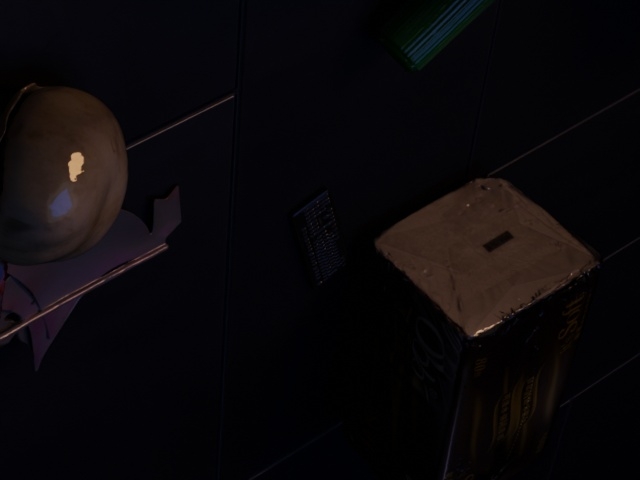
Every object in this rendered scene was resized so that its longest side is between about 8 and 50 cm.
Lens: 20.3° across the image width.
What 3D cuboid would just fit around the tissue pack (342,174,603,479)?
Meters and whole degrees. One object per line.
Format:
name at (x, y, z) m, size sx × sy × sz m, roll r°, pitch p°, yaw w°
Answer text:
tissue pack at (0.159, 0.119, 2.017) m, size 0.210 × 0.198 × 0.370 m, roll -25°, pitch 145°, yaw -25°

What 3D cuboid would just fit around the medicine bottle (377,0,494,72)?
medicine bottle at (0.176, -0.278, 1.653) m, size 0.309 × 0.076 × 0.111 m, roll -46°, pitch 149°, yaw 1°

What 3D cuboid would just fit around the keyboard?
keyboard at (0.000, 0.000, 1.851) m, size 0.053 × 0.010 × 0.155 m, roll -37°, pitch 151°, yaw -12°

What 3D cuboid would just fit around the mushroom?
mushroom at (-0.219, -0.049, 1.403) m, size 0.154 × 0.122 × 0.154 m, roll 10°, pitch 90°, yaw -81°

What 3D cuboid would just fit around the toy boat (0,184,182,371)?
toy boat at (-0.239, 0.035, 1.532) m, size 0.318 × 0.072 × 0.219 m, roll -40°, pitch 154°, yaw -17°
